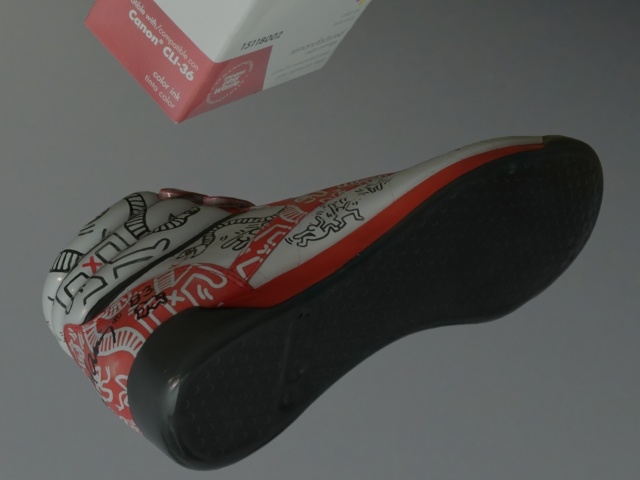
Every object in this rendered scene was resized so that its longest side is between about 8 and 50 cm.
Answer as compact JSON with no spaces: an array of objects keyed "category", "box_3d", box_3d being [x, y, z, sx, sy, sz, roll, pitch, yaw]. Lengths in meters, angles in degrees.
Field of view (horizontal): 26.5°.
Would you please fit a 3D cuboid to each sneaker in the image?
[{"category":"sneaker","box_3d":[-0.001,-0.001,0.656,0.270,0.090,0.145,-28,-144,-27]}]

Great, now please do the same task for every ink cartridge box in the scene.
[{"category":"ink cartridge box","box_3d":[-0.001,-0.148,0.556,0.067,0.198,0.115,47,-140,11]}]
